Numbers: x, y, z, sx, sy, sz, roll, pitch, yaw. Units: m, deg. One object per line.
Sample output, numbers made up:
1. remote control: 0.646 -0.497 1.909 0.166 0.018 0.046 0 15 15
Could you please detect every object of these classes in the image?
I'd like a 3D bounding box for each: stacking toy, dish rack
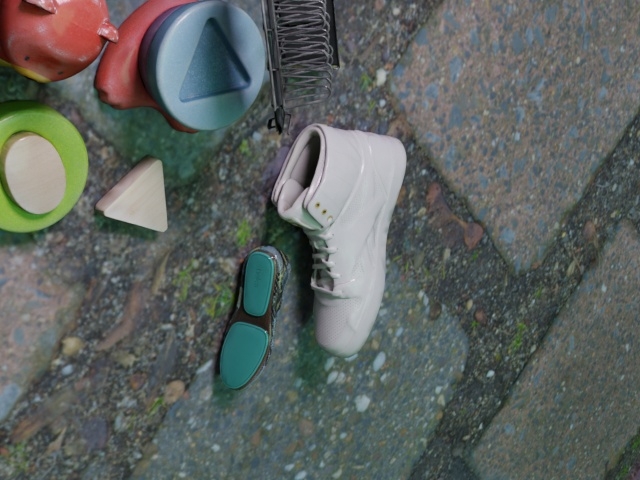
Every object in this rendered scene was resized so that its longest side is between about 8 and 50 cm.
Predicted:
1. stacking toy: -0.196 -0.123 0.937 0.309 0.130 0.279 3 106 -44
2. dish rack: -0.024 -0.237 0.984 0.074 0.271 0.208 -5 119 5

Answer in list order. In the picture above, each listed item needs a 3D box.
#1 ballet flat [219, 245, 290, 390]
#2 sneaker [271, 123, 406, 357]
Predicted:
1. ballet flat: -0.076 0.096 1.204 0.070 0.070 0.188 3 110 -44
2. sneaker: 0.000 0.000 1.205 0.169 0.108 0.292 8 93 -43
